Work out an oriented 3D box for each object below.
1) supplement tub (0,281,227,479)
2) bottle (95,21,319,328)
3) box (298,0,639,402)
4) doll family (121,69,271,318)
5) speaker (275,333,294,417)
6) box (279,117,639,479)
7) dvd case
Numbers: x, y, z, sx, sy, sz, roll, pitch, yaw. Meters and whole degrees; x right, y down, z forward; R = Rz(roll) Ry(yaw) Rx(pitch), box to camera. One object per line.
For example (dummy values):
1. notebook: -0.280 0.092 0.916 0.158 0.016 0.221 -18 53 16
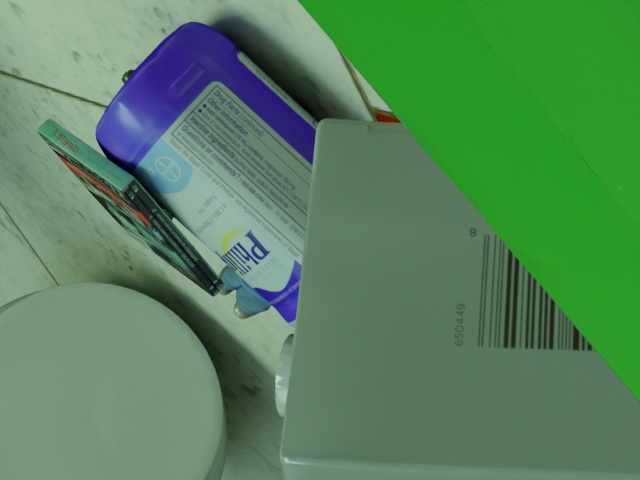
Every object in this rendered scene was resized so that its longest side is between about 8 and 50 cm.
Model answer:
1. supplement tub: -0.209 0.176 1.522 0.241 0.241 0.331 41 158 1
2. bottle: 0.000 0.000 1.046 0.283 0.092 0.118 43 164 -4
3. box: 0.125 -0.102 0.470 0.262 0.231 0.127 49 157 -18
4. doll family: -0.066 -0.022 1.151 0.193 0.076 0.111 40 154 -11
5. speaker: 0.042 0.090 1.131 0.136 0.055 0.055 5 146 14
6. box: 0.111 0.109 0.863 0.215 0.168 0.345 2 148 7
7. dvd case: -0.111 -0.019 1.073 0.087 0.013 0.119 33 166 40
